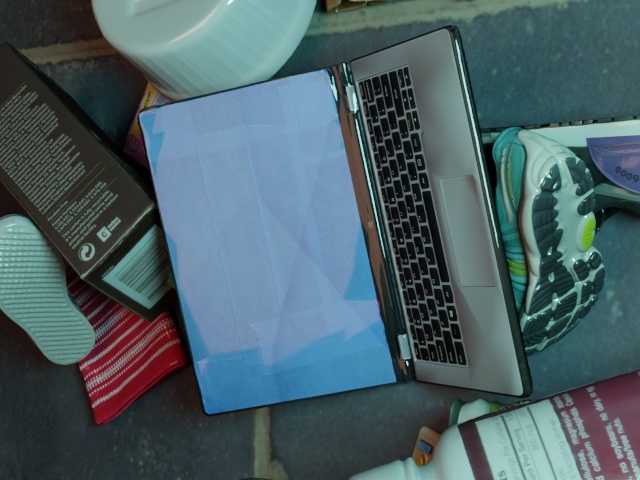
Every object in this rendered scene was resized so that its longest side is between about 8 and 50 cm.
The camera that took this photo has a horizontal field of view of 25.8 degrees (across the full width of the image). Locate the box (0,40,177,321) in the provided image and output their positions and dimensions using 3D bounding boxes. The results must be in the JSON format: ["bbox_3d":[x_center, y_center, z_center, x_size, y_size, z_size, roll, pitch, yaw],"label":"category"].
[{"bbox_3d":[-0.326,-0.081,1.868,0.143,0.191,0.381,-46,60,0],"label":"box"}]

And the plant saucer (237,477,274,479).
[{"bbox_3d":[-0.085,0.463,1.770,0.317,0.044,0.317,-2,87,40],"label":"plant saucer"}]

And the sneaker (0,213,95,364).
[{"bbox_3d":[-0.405,0.038,1.886,0.161,0.102,0.282,53,164,38],"label":"sneaker"}]

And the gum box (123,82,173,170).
[{"bbox_3d":[-0.183,-0.168,1.853,0.107,0.062,0.188,34,109,35],"label":"gum box"}]

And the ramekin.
[{"bbox_3d":[-0.154,-0.319,1.738,0.277,0.135,0.277,-11,67,27],"label":"ramekin"}]

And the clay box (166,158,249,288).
[{"bbox_3d":[-0.107,-0.006,1.745,0.053,0.127,0.222,37,111,35],"label":"clay box"}]

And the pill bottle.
[{"bbox_3d":[0.238,0.253,1.287,0.392,0.224,0.224,-18,75,4],"label":"pill bottle"}]

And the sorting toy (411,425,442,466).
[{"bbox_3d":[0.139,0.260,1.610,0.083,0.012,0.062,28,106,37],"label":"sorting toy"}]

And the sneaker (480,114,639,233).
[{"bbox_3d":[0.245,-0.063,1.478,0.283,0.107,0.124,-1,94,39],"label":"sneaker"}]

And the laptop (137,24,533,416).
[{"bbox_3d":[0.000,0.000,1.531,0.408,0.236,0.382,177,80,-68],"label":"laptop"}]

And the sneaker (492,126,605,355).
[{"bbox_3d":[0.226,0.002,1.443,0.110,0.107,0.275,43,149,44],"label":"sneaker"}]

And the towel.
[{"bbox_3d":[-0.294,0.099,1.959,0.199,0.031,0.275,-36,67,32],"label":"towel"}]

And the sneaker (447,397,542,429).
[{"bbox_3d":[0.265,0.338,1.434,0.182,0.158,0.410,-21,79,20],"label":"sneaker"}]

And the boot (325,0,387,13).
[{"bbox_3d":[0.068,-0.359,1.651,0.197,0.073,0.152,-13,79,51],"label":"boot"}]
